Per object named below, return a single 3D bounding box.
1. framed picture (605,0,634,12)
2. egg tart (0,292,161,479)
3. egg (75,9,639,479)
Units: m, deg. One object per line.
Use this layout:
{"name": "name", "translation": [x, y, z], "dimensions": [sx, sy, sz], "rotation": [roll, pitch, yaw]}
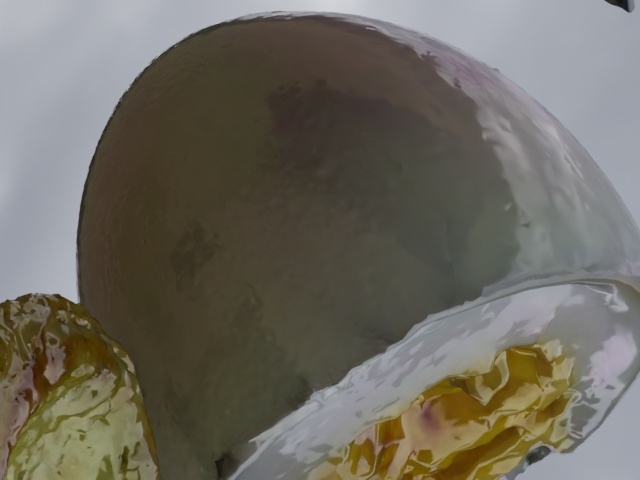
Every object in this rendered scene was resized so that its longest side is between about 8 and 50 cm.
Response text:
{"name": "framed picture", "translation": [0.012, -0.221, 1.051], "dimensions": [0.014, 0.339, 0.255], "rotation": [-62, 169, 0]}
{"name": "egg tart", "translation": [-0.179, 0.169, 1.034], "dimensions": [0.123, 0.294, 0.294], "rotation": [4, -125, 18]}
{"name": "egg", "translation": [0.000, 0.000, 1.306], "dimensions": [0.354, 0.354, 0.339], "rotation": [-46, -121, 27]}
